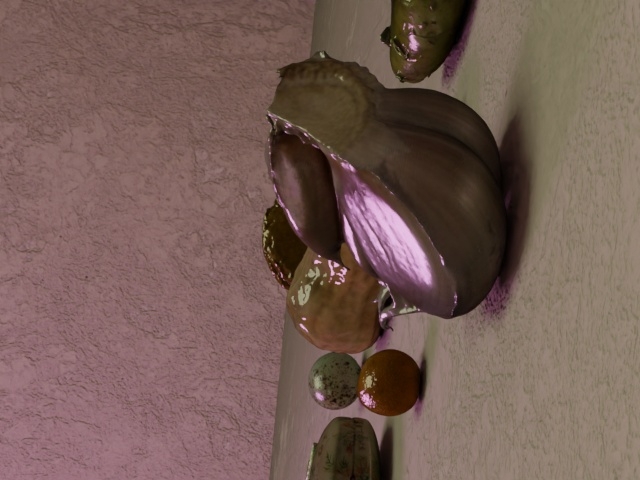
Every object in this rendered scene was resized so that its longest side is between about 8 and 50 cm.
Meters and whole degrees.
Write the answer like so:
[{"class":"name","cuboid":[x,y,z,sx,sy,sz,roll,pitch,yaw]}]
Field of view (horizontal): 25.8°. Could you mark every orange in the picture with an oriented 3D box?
[{"class":"orange","cuboid":[0.080,0.167,1.638,0.085,0.085,0.085,-173,90,-85]}]

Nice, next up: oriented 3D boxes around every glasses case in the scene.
[{"class":"glasses case","cuboid":[0.026,0.424,1.756,0.156,0.098,0.425,100,175,-55]}]

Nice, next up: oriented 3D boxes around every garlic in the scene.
[{"class":"garlic","cuboid":[0.063,-0.033,1.310,0.292,0.237,0.210,57,-149,-32]}]

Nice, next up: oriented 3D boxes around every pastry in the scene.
[{"class":"pastry","cuboid":[0.000,0.000,2.147,0.103,0.188,0.189,126,150,-76]}]

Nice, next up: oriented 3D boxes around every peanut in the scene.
[{"class":"peanut","cuboid":[0.030,0.059,1.960,0.159,0.143,0.291,-56,-15,-41]}]

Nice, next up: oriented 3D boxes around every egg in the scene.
[{"class":"egg","cuboid":[0.024,0.215,2.163,0.110,0.085,0.085,-54,-26,-68]}]

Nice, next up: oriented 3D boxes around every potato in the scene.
[{"class":"potato","cuboid":[0.123,-0.265,1.657,0.225,0.090,0.117,99,-170,-59]}]

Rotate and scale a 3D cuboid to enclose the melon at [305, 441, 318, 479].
[{"class":"melon","cuboid":[0.003,0.394,2.301,0.209,0.064,0.118,112,163,-80]}]
